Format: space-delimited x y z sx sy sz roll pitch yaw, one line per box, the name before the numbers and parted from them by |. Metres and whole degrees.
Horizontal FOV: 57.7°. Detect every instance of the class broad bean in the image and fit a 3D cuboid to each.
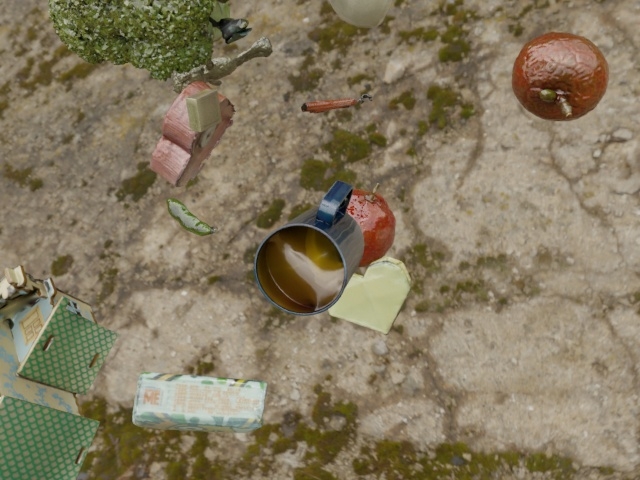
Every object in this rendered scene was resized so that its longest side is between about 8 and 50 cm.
broad bean | -0.418 -0.067 1.839 0.255 0.046 0.065 32 103 32

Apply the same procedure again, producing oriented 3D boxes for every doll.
doll | -0.283 -0.491 1.664 0.286 0.203 0.091 -29 94 -35

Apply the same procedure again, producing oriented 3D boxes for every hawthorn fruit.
hawthorn fruit | 0.109 -0.051 1.564 0.205 0.253 0.205 7 37 -5

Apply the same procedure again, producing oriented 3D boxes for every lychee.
lychee | 0.655 -0.442 1.600 0.256 0.255 0.299 11 63 23

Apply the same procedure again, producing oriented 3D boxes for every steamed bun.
steamed bun | 0.102 -0.643 1.337 0.177 0.283 0.282 18 67 -3

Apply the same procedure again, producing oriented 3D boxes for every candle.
candle | 0.034 -0.271 1.153 0.168 0.026 0.021 -17 51 -33
candle | -0.345 -0.318 1.604 0.131 0.317 0.287 36 46 -1

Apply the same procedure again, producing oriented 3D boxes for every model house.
model house | -0.358 0.185 0.633 0.271 0.178 0.206 -39 54 0

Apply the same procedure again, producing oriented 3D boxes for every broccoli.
broccoli | -0.094 -0.154 0.331 0.132 0.120 0.130 -14 78 15

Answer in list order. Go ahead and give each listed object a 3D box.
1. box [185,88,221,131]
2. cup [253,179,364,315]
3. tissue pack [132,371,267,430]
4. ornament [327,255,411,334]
box | -0.266 -0.300 1.336 0.035 0.079 0.083 13 33 25
cup | 0.006 0.009 0.744 0.150 0.138 0.113 -38 92 21
tissue pack | -0.311 0.416 1.475 0.311 0.228 0.127 9 66 -15
ornament | 0.116 0.140 1.329 0.201 0.180 0.059 -20 16 13
